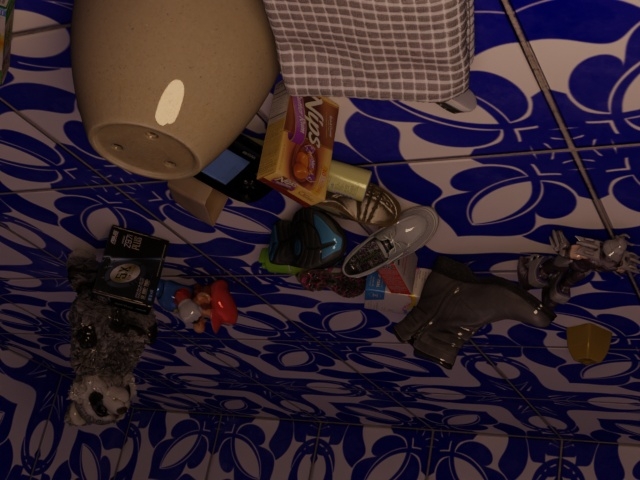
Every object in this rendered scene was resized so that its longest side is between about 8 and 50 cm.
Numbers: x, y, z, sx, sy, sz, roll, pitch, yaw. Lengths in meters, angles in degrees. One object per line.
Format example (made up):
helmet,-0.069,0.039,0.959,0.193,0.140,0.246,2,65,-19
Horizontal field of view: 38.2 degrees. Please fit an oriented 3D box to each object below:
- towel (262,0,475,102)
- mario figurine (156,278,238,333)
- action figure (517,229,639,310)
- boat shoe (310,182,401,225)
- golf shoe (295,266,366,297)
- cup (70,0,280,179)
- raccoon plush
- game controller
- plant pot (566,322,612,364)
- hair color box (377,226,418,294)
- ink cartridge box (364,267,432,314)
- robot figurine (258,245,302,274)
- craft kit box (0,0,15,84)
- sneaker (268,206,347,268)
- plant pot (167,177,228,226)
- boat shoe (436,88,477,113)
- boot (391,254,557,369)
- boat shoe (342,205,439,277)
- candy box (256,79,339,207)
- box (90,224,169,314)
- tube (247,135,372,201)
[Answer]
towel,0.061,-0.292,1.236,0.284,0.121,0.235,5,156,14
mario figurine,-0.376,0.178,2.443,0.321,0.198,0.170,14,124,8
action figure,0.512,0.042,1.840,0.185,0.099,0.285,26,150,-16
boat shoe,0.047,-0.082,1.793,0.224,0.080,0.073,15,178,2
golf shoe,0.025,0.087,2.224,0.186,0.067,0.086,13,-161,-29
cup,-0.230,-0.230,1.368,0.331,0.237,0.331,10,158,4
raccoon plush,-0.560,0.263,2.352,0.216,0.446,0.299,10,116,-25
game controller,-0.220,-0.173,1.675,0.319,0.067,0.166,29,154,-21
plant pot,0.661,0.261,2.282,0.081,0.083,0.081,22,155,-25
hair color box,0.163,0.043,1.998,0.053,0.093,0.167,3,155,20
ink cartridge box,0.222,0.121,2.171,0.231,0.078,0.134,8,157,6
robot figurine,-0.084,0.043,2.147,0.115,0.067,0.101,1,143,22
craft kit box,-0.620,-0.364,1.475,0.250,0.061,0.246,18,154,-15
sneaker,0.000,0.000,1.927,0.140,0.125,0.341,7,179,-19
plant pot,-0.240,-0.109,1.831,0.096,0.109,0.109,20,159,11
boat shoe,0.180,-0.230,1.416,0.142,0.049,0.040,25,154,-33
boot,0.321,0.182,1.952,0.118,0.222,0.338,38,170,-37
boat shoe,0.138,0.011,1.851,0.227,0.079,0.081,-35,178,27
candy box,-0.033,-0.161,1.497,0.109,0.186,0.053,30,148,-35
box,-0.463,0.072,2.247,0.147,0.180,0.077,17,156,-12
tube,-0.025,-0.137,1.726,0.240,0.070,0.062,16,-159,4
